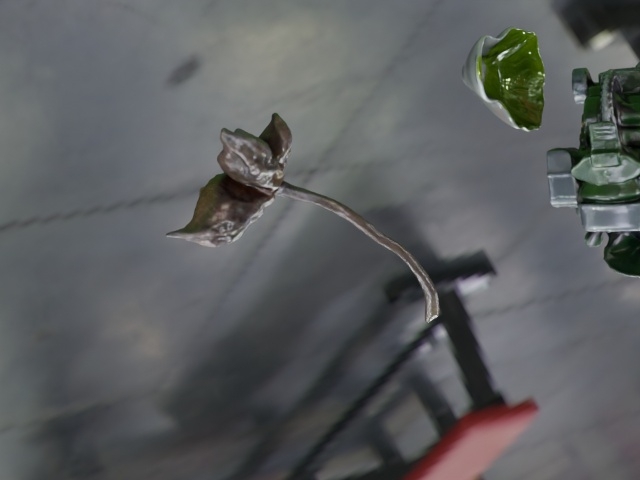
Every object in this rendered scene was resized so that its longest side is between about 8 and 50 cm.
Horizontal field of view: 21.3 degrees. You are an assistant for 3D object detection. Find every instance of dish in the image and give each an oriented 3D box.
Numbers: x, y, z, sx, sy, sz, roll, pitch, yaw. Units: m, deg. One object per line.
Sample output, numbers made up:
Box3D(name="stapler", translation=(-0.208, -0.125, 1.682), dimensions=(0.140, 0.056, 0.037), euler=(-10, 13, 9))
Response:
Box3D(name="dish", translation=(0.152, -0.142, 1.487), dimensions=(0.039, 0.091, 0.137), euler=(-3, 176, 32))

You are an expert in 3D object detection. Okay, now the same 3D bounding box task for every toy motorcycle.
Box3D(name="toy motorcycle", translation=(0.258, -0.055, 1.414), dimensions=(0.124, 0.187, 0.274), euler=(-3, -175, 19))

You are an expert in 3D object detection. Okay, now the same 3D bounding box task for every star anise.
Box3D(name="star anise", translation=(0.000, 0.000, 1.539), dimensions=(0.148, 0.227, 0.218), euler=(-57, 168, -10))
